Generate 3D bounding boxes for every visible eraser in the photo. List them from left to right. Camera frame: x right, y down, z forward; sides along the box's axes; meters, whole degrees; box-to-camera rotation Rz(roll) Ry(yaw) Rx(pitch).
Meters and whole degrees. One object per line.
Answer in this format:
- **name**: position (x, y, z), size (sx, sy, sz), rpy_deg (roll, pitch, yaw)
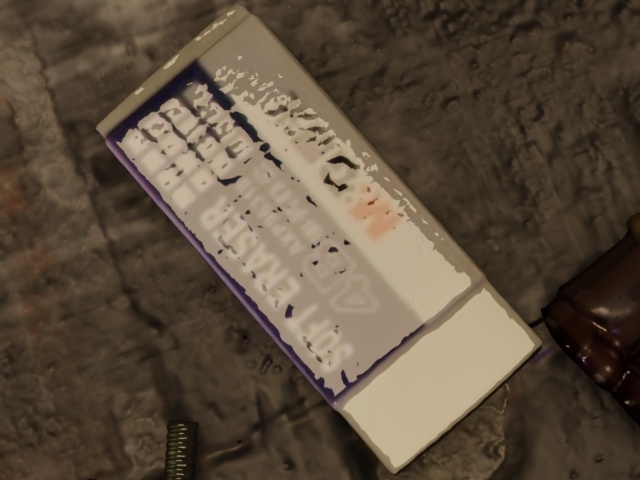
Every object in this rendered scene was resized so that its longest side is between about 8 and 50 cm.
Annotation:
- **eraser**: position (0.000, 0.000, 1.121), size (0.124, 0.081, 0.279), rpy_deg (-41, 82, -3)

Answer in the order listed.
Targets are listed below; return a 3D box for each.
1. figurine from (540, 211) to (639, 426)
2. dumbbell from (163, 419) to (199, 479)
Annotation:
- **figurine**: position (0.300, -0.037, 1.043), size (0.218, 0.206, 0.365), rpy_deg (42, 87, -19)
- **dumbbell**: position (-0.089, 0.234, 1.094), size (0.082, 0.081, 0.254), rpy_deg (3, 82, 3)
